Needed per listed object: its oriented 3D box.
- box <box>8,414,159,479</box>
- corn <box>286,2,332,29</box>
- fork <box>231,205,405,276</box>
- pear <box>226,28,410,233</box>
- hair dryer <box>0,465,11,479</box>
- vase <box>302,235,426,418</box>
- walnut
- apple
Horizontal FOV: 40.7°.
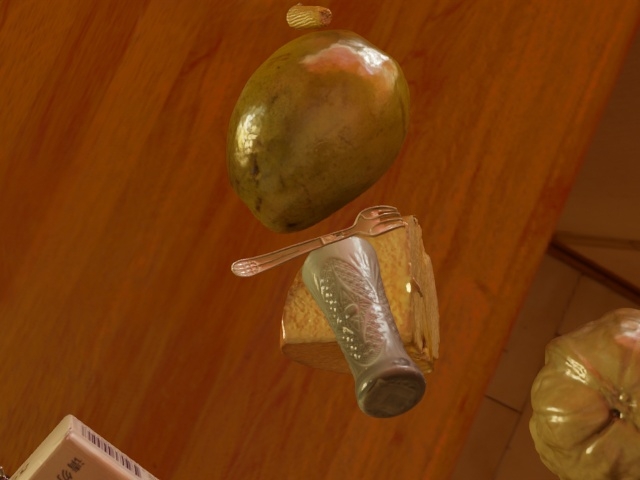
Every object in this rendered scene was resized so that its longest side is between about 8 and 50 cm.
[{"bbox_3d":[-0.217,0.325,0.902,0.259,0.071,0.168,41,86,-15],"label":"box"},{"bbox_3d":[-0.014,-0.252,0.971,0.027,0.083,0.028,38,82,-32],"label":"corn"},{"bbox_3d":[0.002,-0.002,0.934,0.219,0.028,0.034,-17,80,-26],"label":"fork"},{"bbox_3d":[-0.008,-0.162,1.278,0.253,0.253,0.307,41,99,-18],"label":"pear"},{"bbox_3d":[-0.509,0.466,1.376,0.124,0.071,0.219,-9,103,-47],"label":"hair dryer"},{"bbox_3d":[0.049,0.097,0.972,0.096,0.219,0.096,-9,129,-11],"label":"vase"},{"bbox_3d":[0.449,0.246,1.289,0.277,0.253,0.282,43,62,-63],"label":"walnut"},{"bbox_3d":[0.093,0.121,1.441,0.252,0.309,0.314,43,88,19],"label":"apple"}]
